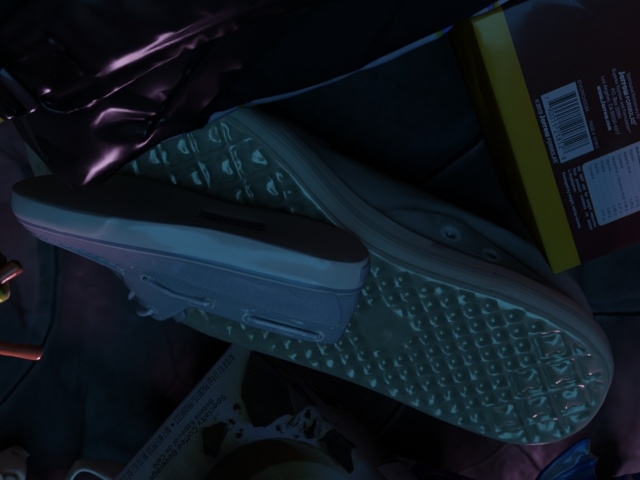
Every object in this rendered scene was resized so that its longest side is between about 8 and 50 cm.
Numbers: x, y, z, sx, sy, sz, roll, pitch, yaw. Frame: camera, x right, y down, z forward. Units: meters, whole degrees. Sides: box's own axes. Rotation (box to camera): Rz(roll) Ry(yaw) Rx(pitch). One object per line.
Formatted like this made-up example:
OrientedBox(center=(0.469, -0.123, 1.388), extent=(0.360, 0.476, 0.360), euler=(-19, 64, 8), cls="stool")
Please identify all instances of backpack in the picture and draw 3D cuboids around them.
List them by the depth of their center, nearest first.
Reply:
OrientedBox(center=(-0.013, -0.221, 0.459), extent=(0.355, 0.273, 0.290), euler=(-13, 125, 17), cls="backpack")

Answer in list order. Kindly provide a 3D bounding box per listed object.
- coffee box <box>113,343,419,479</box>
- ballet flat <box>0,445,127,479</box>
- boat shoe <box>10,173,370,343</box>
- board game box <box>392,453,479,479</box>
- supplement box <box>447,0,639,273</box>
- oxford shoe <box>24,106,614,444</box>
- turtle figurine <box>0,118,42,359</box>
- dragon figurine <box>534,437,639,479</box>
OrientedBox(center=(0.005, 0.233, 0.656), extent=(0.168, 0.297, 0.119), euler=(-49, 156, 1), cls="coffee box")
OrientedBox(center=(-0.237, 0.226, 0.767), extent=(0.280, 0.095, 0.096), euler=(7, 109, -22), cls="ballet flat")
OrientedBox(center=(-0.086, 0.017, 0.561), extent=(0.227, 0.079, 0.081), euler=(13, 111, 2), cls="boat shoe")
OrientedBox(center=(0.139, 0.343, 0.823), extent=(0.208, 0.056, 0.347), euler=(4, 127, 36), cls="board game box")
OrientedBox(center=(0.202, -0.117, 0.597), extent=(0.194, 0.129, 0.191), euler=(-22, 119, 6), cls="supplement box")
OrientedBox(center=(0.000, 0.000, 0.650), extent=(0.449, 0.130, 0.169), euler=(26, 120, -3), cls="oxford shoe")
OrientedBox(center=(-0.268, -0.045, 0.605), extent=(0.269, 0.087, 0.217), euler=(35, 117, -13), cls="turtle figurine")
OrientedBox(center=(0.253, 0.245, 0.827), extent=(0.289, 0.144, 0.085), euler=(-45, 117, -2), cls="dragon figurine")
